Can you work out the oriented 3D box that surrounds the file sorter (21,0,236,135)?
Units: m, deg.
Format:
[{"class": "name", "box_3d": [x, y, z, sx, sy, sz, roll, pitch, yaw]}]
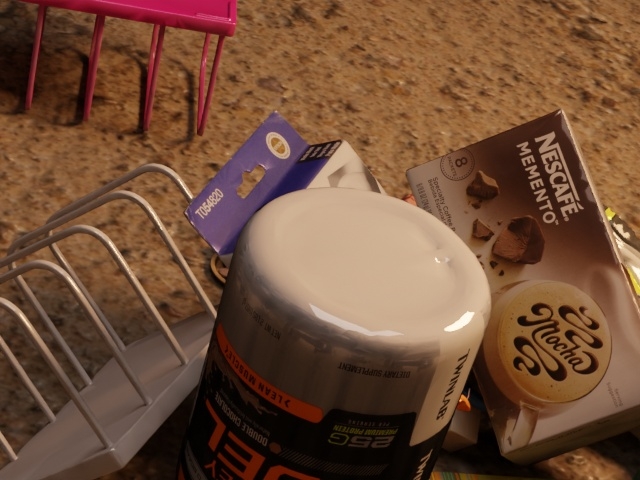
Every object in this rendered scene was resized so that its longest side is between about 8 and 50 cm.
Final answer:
[{"class": "file sorter", "box_3d": [-0.256, -0.251, 1.982, 0.290, 0.182, 0.202, 9, 36, -9]}]

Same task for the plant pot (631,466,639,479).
[{"class": "plant pot", "box_3d": [0.427, 0.266, 1.564, 0.165, 0.165, 0.234, -4, 45, -27]}]

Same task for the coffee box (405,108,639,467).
[{"class": "coffee box", "box_3d": [0.213, 0.047, 1.642, 0.168, 0.119, 0.297, -21, 71, 11]}]

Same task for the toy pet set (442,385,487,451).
[{"class": "toy pet set", "box_3d": [0.109, 0.148, 1.630, 0.114, 0.122, 0.065, 29, 55, -28]}]

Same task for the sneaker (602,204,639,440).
[{"class": "sneaker", "box_3d": [0.274, 0.078, 1.733, 0.384, 0.145, 0.147, 39, 54, 15]}]

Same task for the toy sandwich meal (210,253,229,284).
[{"class": "toy sandwich meal", "box_3d": [-0.077, 0.022, 1.806, 0.085, 0.029, 0.085, 11, 35, -8]}]

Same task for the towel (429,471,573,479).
[{"class": "towel", "box_3d": [0.181, 0.263, 1.587, 0.237, 0.021, 0.102, 6, 41, -17]}]

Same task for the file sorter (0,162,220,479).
[{"class": "file sorter", "box_3d": [-0.210, 0.078, 1.473, 0.173, 0.193, 0.278, 58, 36, -11]}]

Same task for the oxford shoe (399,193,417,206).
[{"class": "oxford shoe", "box_3d": [0.058, 0.059, 1.760, 0.146, 0.140, 0.397, 55, 36, 0]}]

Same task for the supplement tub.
[{"class": "supplement tub", "box_3d": [-0.001, 0.143, 1.395, 0.207, 0.338, 0.207, 11, 35, -8]}]

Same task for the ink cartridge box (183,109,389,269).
[{"class": "ink cartridge box", "box_3d": [0.000, 0.000, 1.579, 0.224, 0.045, 0.223, 50, 36, -11]}]
